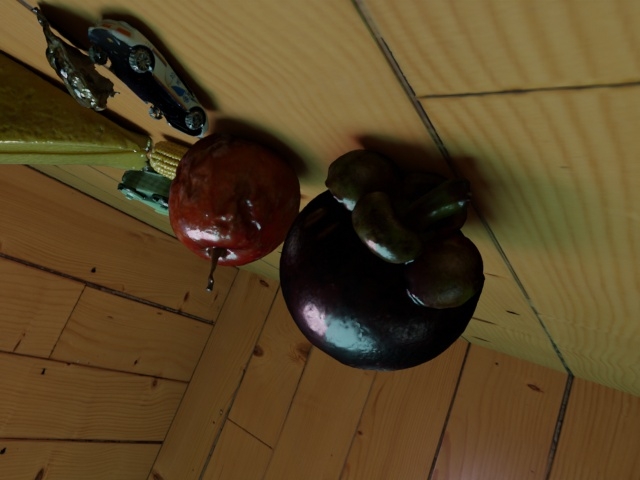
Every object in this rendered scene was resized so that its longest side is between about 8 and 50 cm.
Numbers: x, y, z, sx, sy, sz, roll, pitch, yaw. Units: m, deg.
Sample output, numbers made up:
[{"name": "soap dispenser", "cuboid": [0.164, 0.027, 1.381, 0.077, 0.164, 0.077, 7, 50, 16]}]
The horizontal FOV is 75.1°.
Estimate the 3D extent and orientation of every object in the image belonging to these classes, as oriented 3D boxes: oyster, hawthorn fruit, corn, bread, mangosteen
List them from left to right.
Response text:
[{"name": "bread", "cuboid": [-0.582, -0.198, 0.896, 0.361, 0.245, 0.233, 30, 165, -20]}, {"name": "oyster", "cuboid": [-0.343, -0.243, 0.581, 0.177, 0.056, 0.105, 51, 172, 10]}, {"name": "corn", "cuboid": [-0.244, -0.142, 0.901, 0.248, 0.081, 0.081, 22, 168, -1]}, {"name": "hawthorn fruit", "cuboid": [-0.164, -0.041, 0.734, 0.241, 0.272, 0.242, 13, 161, 5]}, {"name": "mangosteen", "cuboid": [0.097, 0.028, 0.622, 0.306, 0.307, 0.347, 22, 139, 1]}]

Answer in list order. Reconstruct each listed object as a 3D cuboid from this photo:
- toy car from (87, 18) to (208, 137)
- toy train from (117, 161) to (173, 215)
[{"name": "toy car", "cuboid": [-0.232, -0.220, 0.588, 0.095, 0.056, 0.205, 18, 166, 26]}, {"name": "toy train", "cuboid": [-0.415, -0.132, 1.156, 0.300, 0.120, 0.202, 15, 168, 32]}]
